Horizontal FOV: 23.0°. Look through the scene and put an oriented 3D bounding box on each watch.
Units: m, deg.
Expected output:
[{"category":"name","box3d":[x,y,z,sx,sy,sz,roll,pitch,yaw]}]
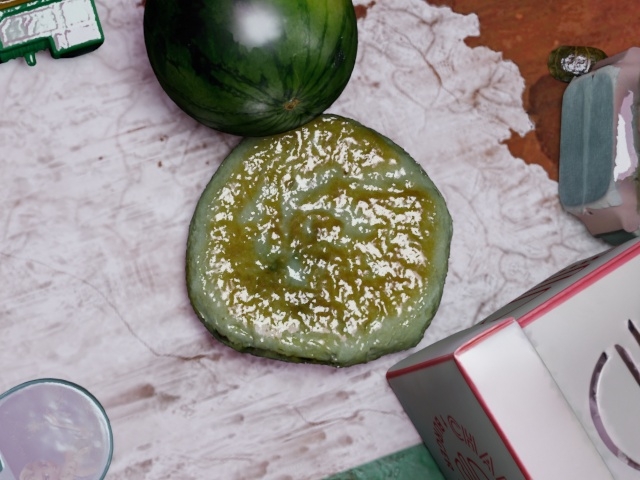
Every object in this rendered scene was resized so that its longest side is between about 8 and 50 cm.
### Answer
[{"category":"watch","box3d":[0.422,-0.091,1.857,0.241,0.162,0.253,4,87,-15]}]

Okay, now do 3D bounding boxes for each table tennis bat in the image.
[{"category":"table tennis bat","box3d":[-0.347,0.240,1.742,0.237,0.038,0.149,-16,86,-14]}]

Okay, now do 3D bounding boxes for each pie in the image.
[{"category":"pie","box3d":[0.000,0.000,1.815,0.323,0.070,0.323,2,79,-9]}]

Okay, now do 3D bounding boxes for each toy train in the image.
[{"category":"toy train","box3d":[-0.333,-0.261,1.783,0.228,0.091,0.136,-21,97,-12]}]

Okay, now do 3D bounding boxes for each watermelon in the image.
[{"category":"watermelon","box3d":[-0.078,-0.233,1.745,0.242,0.242,0.242,1,82,-9]}]

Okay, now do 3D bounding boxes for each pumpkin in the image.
[{"category":"pumpkin","box3d":[0.320,-0.214,1.915,0.083,0.028,0.050,4,84,-5]}]

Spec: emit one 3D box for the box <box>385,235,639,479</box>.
[{"category":"box","box3d":[0.300,0.193,1.713,0.300,0.312,0.314,-31,88,-14]}]
